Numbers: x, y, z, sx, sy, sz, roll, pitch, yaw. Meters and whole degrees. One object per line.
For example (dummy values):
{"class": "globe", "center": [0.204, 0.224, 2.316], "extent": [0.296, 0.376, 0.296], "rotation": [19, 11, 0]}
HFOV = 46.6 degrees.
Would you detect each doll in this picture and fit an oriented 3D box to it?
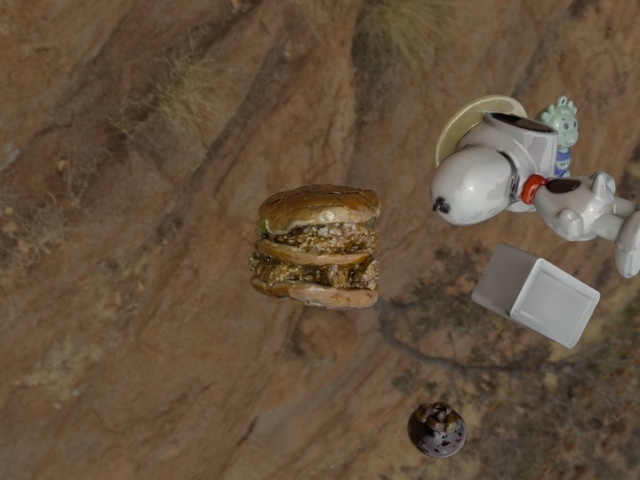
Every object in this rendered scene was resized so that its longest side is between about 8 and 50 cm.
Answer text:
{"class": "doll", "center": [0.261, -0.064, 0.874], "extent": [0.144, 0.272, 0.208], "rotation": [83, 29, -41]}

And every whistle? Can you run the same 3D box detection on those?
{"class": "whistle", "center": [0.445, -0.166, 1.454], "extent": [0.110, 0.092, 0.244], "rotation": [-15, 125, -35]}

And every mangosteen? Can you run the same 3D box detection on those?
{"class": "mangosteen", "center": [0.257, 0.409, 1.634], "extent": [0.140, 0.140, 0.140], "rotation": [-29, 144, -24]}

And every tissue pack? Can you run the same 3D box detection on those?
{"class": "tissue pack", "center": [0.506, 0.130, 1.742], "extent": [0.246, 0.136, 0.159], "rotation": [28, 90, -30]}

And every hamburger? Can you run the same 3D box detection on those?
{"class": "hamburger", "center": [-0.007, 0.008, 1.323], "extent": [0.260, 0.245, 0.211], "rotation": [-32, 125, -74]}
